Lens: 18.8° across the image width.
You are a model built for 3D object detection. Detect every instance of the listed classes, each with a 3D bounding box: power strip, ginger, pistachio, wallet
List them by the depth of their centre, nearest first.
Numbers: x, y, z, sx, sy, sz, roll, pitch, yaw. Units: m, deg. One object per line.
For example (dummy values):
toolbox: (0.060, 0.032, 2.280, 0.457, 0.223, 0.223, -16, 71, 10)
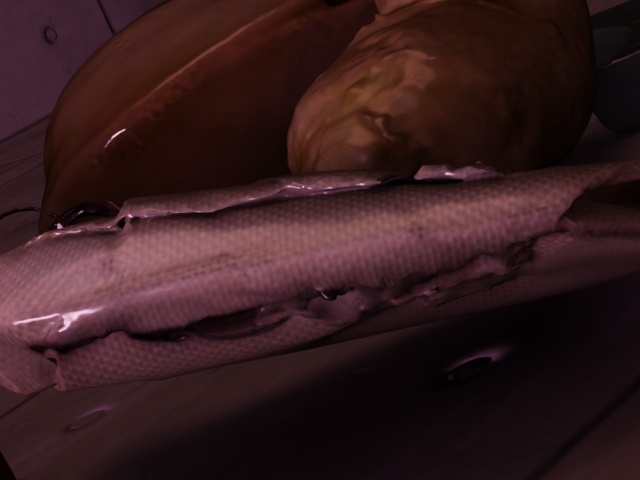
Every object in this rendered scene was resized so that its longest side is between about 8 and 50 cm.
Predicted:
wallet: (0.001, 0.003, 0.761, 0.335, 0.068, 0.275, -9, 3, 5)
ginger: (0.069, -0.078, 1.015, 0.138, 0.152, 0.267, -19, 31, 37)
pistachio: (-0.048, -0.076, 1.124, 0.260, 0.163, 0.213, -43, -6, 12)
power strip: (0.189, -0.113, 1.165, 0.137, 0.044, 0.216, -26, 11, -5)

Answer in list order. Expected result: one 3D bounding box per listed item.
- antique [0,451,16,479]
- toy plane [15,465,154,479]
antique: (-0.129, 0.140, 0.567, 0.093, 0.087, 0.310, -26, 12, -2)
toy plane: (-0.204, 0.098, 0.821, 0.251, 0.101, 0.255, 16, -18, -8)
